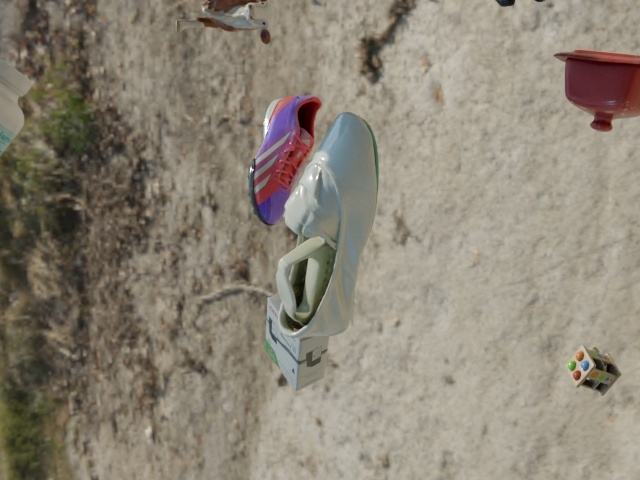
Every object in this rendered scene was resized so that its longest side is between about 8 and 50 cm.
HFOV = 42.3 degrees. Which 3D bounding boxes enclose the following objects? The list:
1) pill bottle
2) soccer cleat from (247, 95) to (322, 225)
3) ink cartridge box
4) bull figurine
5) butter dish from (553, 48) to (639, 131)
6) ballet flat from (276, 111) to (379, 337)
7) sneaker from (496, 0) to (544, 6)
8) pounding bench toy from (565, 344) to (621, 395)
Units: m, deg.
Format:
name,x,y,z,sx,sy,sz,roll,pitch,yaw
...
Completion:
name,x,y,z,sx,sy,sz,roll,pitch,yaw
pill bottle,-0.564,-0.168,1.282,0.264,0.146,0.146,-54,36,-4
soccer cleat,-0.074,-0.182,1.794,0.116,0.108,0.318,-9,57,33
ink cartridge box,-0.057,0.230,1.953,0.153,0.086,0.208,49,150,34
bull figurine,-0.194,-0.476,1.624,0.310,0.188,0.101,-111,22,-52
butter dish,0.455,-0.230,1.301,0.160,0.160,0.118,18,100,38
ballet flat,0.000,0.000,1.274,0.139,0.139,0.400,50,142,45
sneaker,0.388,-0.476,1.442,0.106,0.234,0.078,66,170,-12
pounding bench toy,0.442,0.203,1.368,0.052,0.065,0.083,-61,21,27
